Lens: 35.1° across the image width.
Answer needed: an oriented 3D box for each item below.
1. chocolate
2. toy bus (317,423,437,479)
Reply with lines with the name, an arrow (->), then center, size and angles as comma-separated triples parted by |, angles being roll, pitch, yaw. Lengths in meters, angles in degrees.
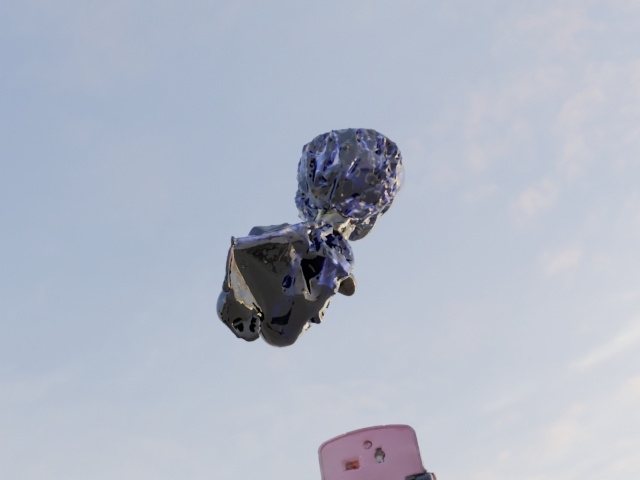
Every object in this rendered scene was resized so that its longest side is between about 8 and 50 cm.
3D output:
chocolate -> -0.004, 0.003, 1.030 | 0.126, 0.343, 0.148 | -16, -67, 27
toy bus -> 0.041, 0.195, 0.496 | 0.063, 0.203, 0.090 | -13, -40, 5
